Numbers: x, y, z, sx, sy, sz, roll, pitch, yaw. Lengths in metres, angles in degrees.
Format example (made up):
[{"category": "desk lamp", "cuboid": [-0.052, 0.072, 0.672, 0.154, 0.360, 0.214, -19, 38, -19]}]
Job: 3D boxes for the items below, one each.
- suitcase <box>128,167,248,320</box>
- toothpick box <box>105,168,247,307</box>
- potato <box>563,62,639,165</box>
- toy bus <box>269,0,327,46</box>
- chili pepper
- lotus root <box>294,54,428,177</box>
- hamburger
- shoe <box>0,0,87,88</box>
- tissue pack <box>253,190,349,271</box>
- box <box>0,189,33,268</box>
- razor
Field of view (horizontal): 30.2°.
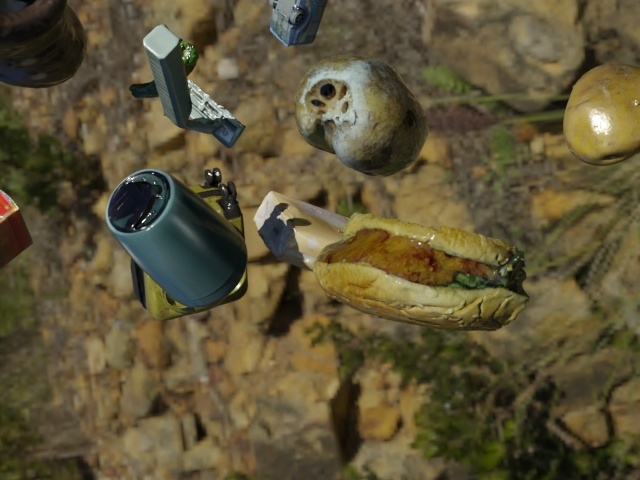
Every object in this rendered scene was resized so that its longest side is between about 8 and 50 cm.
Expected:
[{"category": "suitcase", "cuboid": [-0.225, 0.016, 2.022, 0.143, 0.193, 0.235, 41, 141, 52]}, {"category": "toothpick box", "cuboid": [-0.179, -0.005, 1.459, 0.184, 0.120, 0.120, 48, -155, -51]}, {"category": "potato", "cuboid": [0.419, -0.183, 1.690, 0.176, 0.137, 0.137, -52, -32, -47]}, {"category": "toy bus", "cuboid": [-0.017, -0.310, 1.437, 0.051, 0.061, 0.153, 46, 130, 33]}, {"category": "chili pepper", "cuboid": [-0.276, -0.311, 2.169, 0.182, 0.073, 0.050, -34, 88, 44]}, {"category": "lotus root", "cuboid": [0.071, -0.161, 1.583, 0.140, 0.158, 0.322, -62, -19, 5]}, {"category": "hamburger", "cuboid": [0.115, 0.040, 1.547, 0.308, 0.211, 0.133, 11, 91, 51]}, {"category": "shoe", "cuboid": [-0.466, -0.343, 1.791, 0.384, 0.237, 0.171, 14, -105, -52]}, {"category": "tissue pack", "cuboid": [0.000, 0.000, 2.252, 0.090, 0.222, 0.186, -63, 27, 17]}, {"category": "box", "cuboid": [-0.513, 0.018, 1.745, 0.048, 0.175, 0.112, 40, 157, 19]}, {"category": "razor", "cuboid": [-0.150, -0.160, 1.242, 0.111, 0.056, 0.278, 41, 177, 7]}]
